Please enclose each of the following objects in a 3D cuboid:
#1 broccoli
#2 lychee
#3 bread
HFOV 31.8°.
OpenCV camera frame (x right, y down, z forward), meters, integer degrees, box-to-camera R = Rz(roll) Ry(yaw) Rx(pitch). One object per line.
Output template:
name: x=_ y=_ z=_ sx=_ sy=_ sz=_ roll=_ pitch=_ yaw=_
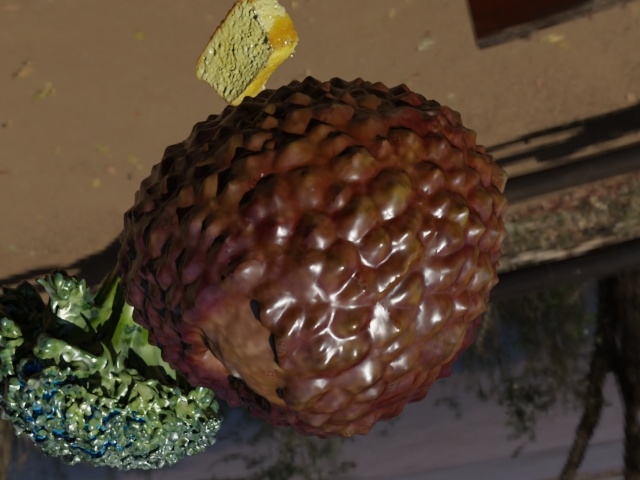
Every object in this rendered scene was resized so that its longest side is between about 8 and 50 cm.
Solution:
broccoli: x=-0.142 y=0.075 z=0.758 sx=0.154 sy=0.160 sz=0.167 roll=40 pitch=167 yaw=-35
lychee: x=0.000 y=0.000 z=0.556 sx=0.188 sy=0.188 sz=0.188 roll=-8 pitch=160 yaw=-3
bread: x=-0.106 y=-0.274 z=1.613 sx=0.187 sy=0.103 sz=0.065 roll=-42 pitch=170 yaw=37
